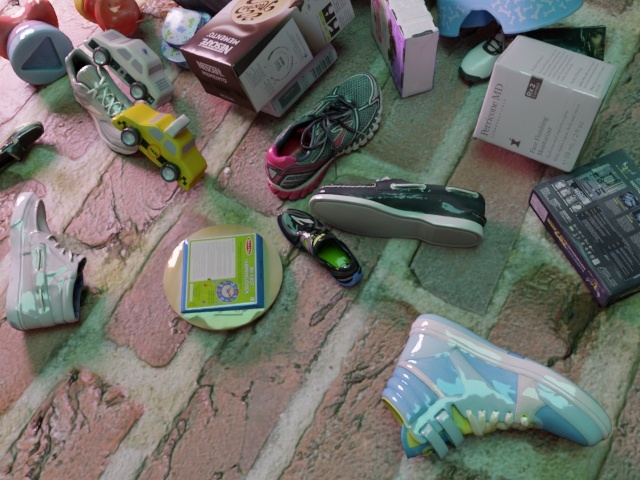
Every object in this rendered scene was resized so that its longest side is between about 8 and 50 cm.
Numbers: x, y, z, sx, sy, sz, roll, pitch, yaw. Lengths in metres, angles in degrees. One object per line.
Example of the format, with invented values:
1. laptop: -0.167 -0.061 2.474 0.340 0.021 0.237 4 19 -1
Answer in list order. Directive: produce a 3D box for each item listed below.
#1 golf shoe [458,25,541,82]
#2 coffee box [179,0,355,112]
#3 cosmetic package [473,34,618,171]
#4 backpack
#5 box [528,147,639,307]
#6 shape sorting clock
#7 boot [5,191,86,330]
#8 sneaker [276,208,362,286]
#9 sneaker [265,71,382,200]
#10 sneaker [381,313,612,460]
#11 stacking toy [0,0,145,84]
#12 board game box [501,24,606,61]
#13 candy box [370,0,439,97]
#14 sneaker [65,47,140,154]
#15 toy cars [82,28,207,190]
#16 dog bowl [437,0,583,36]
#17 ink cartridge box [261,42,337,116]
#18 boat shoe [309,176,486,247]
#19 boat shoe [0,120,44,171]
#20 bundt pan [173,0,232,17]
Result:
1. golf shoe: 0.351 -0.389 1.338 0.198 0.094 0.077 -37 66 -11
2. coffee box: -0.099 -0.401 1.318 0.168 0.118 0.297 28 68 37
3. cosmetic package: 0.392 -0.243 1.200 0.184 0.151 0.151 23 43 17
4. backpack: -0.277 -0.418 1.412 0.105 0.084 0.114 20 92 22
5. box: 0.494 -0.026 1.154 0.184 0.059 0.232 -24 62 -6
6. shape sorting clock: -0.168 0.062 1.187 0.206 0.040 0.206 -3 59 4
7. boot: -0.477 0.032 1.217 0.124 0.095 0.258 -5 71 -3
8. sneaker: 0.000 0.000 1.180 0.067 0.078 0.188 -42 66 -15
9. sneaker: 0.014 -0.206 1.267 0.121 0.112 0.299 31 69 19
10. sneaker: 0.235 0.262 0.999 0.319 0.127 0.208 25 66 28
11. stacking toy: -0.526 -0.465 1.368 0.309 0.279 0.130 -37 64 -8
12. board game box: 0.437 -0.338 1.294 0.186 0.126 0.026 -2 20 5
13. candy box: 0.159 -0.407 1.325 0.070 0.164 0.196 -16 62 -4
14. sneaker: -0.426 -0.275 1.343 0.099 0.121 0.262 -40 66 -13
15. toy cars: -0.318 -0.271 1.295 0.087 0.177 0.393 -42 60 27
16. dog bowl: 0.345 -0.458 1.300 0.166 0.074 0.297 -38 31 -26
17. ink cartridge box: -0.111 -0.359 1.406 0.232 0.066 0.189 25 67 40
18. boat shoe: 0.134 -0.060 1.186 0.303 0.114 0.091 12 65 -1
19. boat shoe: -0.607 -0.177 1.353 0.152 0.056 0.049 -37 70 -3
20. bundt pan: -0.203 -0.614 1.451 0.331 0.124 0.330 -14 62 27
